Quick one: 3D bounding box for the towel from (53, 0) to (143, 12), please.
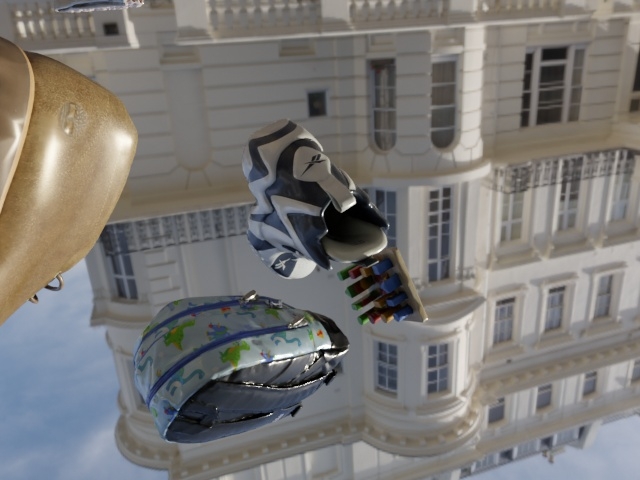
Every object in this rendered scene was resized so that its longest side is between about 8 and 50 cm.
[{"bbox_3d":[-0.477,-0.643,1.054,0.331,0.317,0.053,16,-159,38],"label":"towel"}]

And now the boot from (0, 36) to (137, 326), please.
[{"bbox_3d":[-0.214,0.030,0.337,0.112,0.305,0.115,35,-167,27],"label":"boot"}]

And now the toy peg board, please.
[{"bbox_3d":[0.117,0.106,1.061,0.079,0.161,0.160,-28,-172,-24],"label":"toy peg board"}]

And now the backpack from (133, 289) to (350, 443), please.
[{"bbox_3d":[-0.160,0.232,0.935,0.273,0.290,0.355,50,-155,13],"label":"backpack"}]

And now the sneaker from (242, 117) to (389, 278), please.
[{"bbox_3d":[0.000,0.000,0.547,0.094,0.235,0.153,-31,-123,-27],"label":"sneaker"}]
